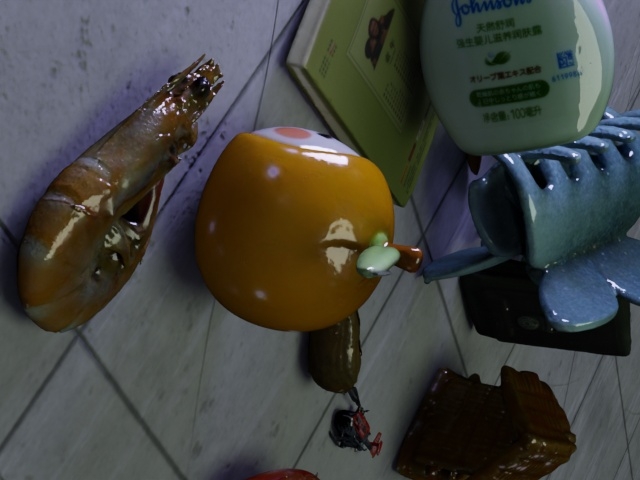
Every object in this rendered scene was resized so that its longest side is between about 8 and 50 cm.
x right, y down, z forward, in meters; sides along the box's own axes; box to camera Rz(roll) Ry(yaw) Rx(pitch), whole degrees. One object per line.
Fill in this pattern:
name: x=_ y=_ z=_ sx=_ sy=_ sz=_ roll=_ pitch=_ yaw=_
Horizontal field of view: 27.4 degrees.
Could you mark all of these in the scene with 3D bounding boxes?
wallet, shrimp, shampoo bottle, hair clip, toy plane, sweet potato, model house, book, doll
wallet: x=0.329 y=0.102 z=1.917 sx=0.052 sy=0.245 sz=0.169 roll=-60 pitch=148 yaw=-37
shrimp: x=-0.162 y=-0.037 z=1.132 sx=0.287 sy=0.063 sz=0.152 roll=-53 pitch=148 yaw=-29
shampoo bottle: x=0.209 y=-0.282 z=1.492 sx=0.151 sy=0.221 sz=0.350 roll=-42 pitch=123 yaw=-61
hair clip: x=0.328 y=-0.050 z=1.769 sx=0.318 sy=0.392 sz=0.239 roll=-17 pitch=118 yaw=-39
toy plane: x=0.050 y=0.246 z=1.706 sx=0.145 sy=0.037 sz=0.060 roll=57 pitch=44 yaw=-50
sweet potato: x=0.021 y=0.073 z=1.537 sx=0.081 sy=0.062 sz=0.233 roll=-40 pitch=136 yaw=-70
model house: x=0.264 y=0.288 z=1.904 sx=0.199 sy=0.229 sz=0.220 roll=35 pitch=71 yaw=-44
book: x=0.074 y=-0.212 z=1.504 sx=0.352 sy=0.035 sz=0.239 roll=47 pitch=60 yaw=-58
doll: x=0.000 y=0.000 z=1.263 sx=0.213 sy=0.236 sz=0.213 roll=-37 pitch=137 yaw=-45

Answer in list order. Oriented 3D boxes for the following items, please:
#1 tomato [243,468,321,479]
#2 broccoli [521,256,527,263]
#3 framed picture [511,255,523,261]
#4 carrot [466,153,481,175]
tomato: x=-0.067 y=0.332 z=1.483 sx=0.174 sy=0.082 sz=0.166 roll=9 pitch=92 yaw=-58
broccoli: x=0.394 y=0.036 z=2.078 sx=0.195 sy=0.156 sz=0.195 roll=13 pitch=70 yaw=-38
framed picture: x=0.384 y=-0.033 z=2.191 sx=0.281 sy=0.019 sz=0.209 roll=2 pitch=103 yaw=-61
carrot: x=0.207 y=-0.164 z=1.775 sx=0.048 sy=0.048 sz=0.216 roll=-53 pitch=151 yaw=-34
